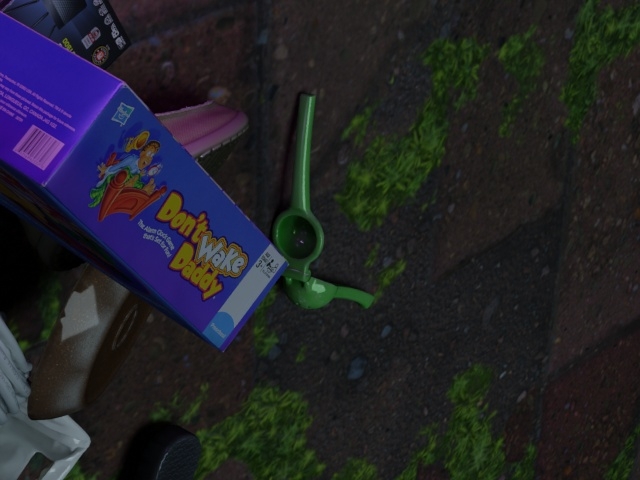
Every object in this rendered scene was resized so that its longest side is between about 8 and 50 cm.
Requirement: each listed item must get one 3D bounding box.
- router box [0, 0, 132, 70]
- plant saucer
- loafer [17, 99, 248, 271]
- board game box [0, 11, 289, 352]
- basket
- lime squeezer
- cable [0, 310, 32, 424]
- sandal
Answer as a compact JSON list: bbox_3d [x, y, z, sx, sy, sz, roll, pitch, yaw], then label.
[{"bbox_3d":[-0.211,-0.170,1.343,0.092,0.038,0.122,-46,142,-16],"label":"router box"},{"bbox_3d":[-0.169,0.062,1.366,0.199,0.036,0.198,-62,175,-9],"label":"plant saucer"},{"bbox_3d":[-0.158,-0.068,1.436,0.268,0.092,0.102,-34,167,-52],"label":"loafer"},{"bbox_3d":[-0.209,-0.079,1.150,0.078,0.347,0.233,-53,144,-9],"label":"board game box"},{"bbox_3d":[-0.291,0.153,1.427,0.113,0.103,0.167,-50,144,-12],"label":"basket"},{"bbox_3d":[0.000,0.000,1.704,0.110,0.059,0.310,-42,140,-21],"label":"lime squeezer"},{"bbox_3d":[-0.293,0.022,1.211,0.089,0.257,0.257,-29,100,-10],"label":"cable"},{"bbox_3d":[-0.190,0.299,1.706,0.097,0.054,0.255,15,98,-62],"label":"sandal"}]
